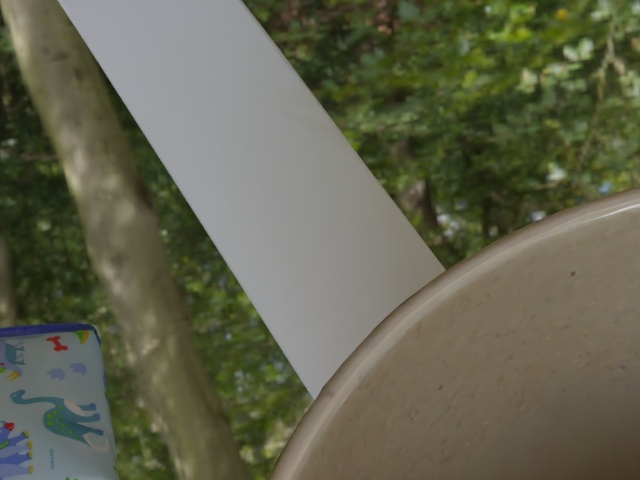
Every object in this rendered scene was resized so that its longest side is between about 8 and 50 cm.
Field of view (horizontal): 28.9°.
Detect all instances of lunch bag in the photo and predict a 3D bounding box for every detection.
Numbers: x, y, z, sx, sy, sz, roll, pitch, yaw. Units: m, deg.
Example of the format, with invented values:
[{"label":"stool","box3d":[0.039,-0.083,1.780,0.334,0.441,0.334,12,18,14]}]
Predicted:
[{"label":"lunch bag","box3d":[-0.174,0.110,0.594,0.151,0.096,0.129,-6,-146,-11]}]

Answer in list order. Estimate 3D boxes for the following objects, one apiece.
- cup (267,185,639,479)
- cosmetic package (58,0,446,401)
[{"label":"cup","box3d":[0.152,0.175,0.386,0.331,0.237,0.331,-5,-131,6]},{"label":"cosmetic package","box3d":[0.000,0.000,0.765,0.097,0.377,0.284,-34,149,-1]}]
